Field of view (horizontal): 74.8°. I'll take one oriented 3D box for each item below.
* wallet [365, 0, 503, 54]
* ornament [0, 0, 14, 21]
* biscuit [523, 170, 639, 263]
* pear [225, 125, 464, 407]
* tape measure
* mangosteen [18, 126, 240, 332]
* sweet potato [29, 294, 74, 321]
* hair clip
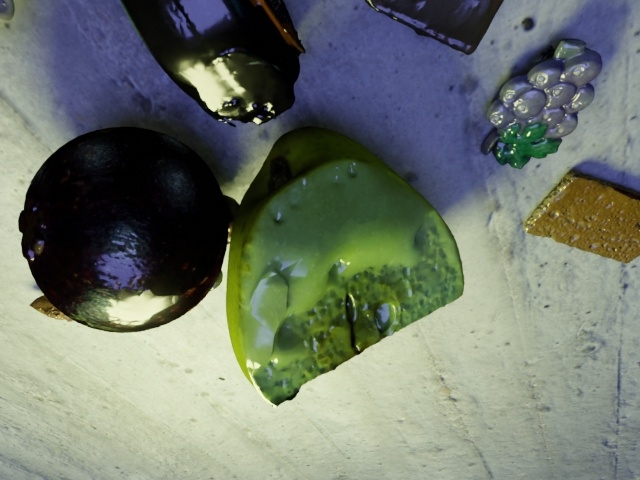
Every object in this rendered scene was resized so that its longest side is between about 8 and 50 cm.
[{"bbox_3d":[0.171,-0.360,0.413,0.166,0.042,0.309,17,129,-15],"label":"wallet"},{"bbox_3d":[-0.411,-0.265,0.416,0.178,0.177,0.177,0,131,0],"label":"ornament"},{"bbox_3d":[0.471,-0.035,0.702,0.231,0.025,0.131,16,130,-13],"label":"biscuit"},{"bbox_3d":[0.000,0.000,0.596,0.343,0.239,0.317,-24,115,-18],"label":"pear"},{"bbox_3d":[-0.109,-0.233,0.423,0.135,0.202,0.222,-24,131,15],"label":"tape measure"},{"bbox_3d":[-0.245,-0.012,0.583,0.289,0.287,0.287,0,131,0],"label":"mangosteen"},{"bbox_3d":[-0.469,0.124,0.823,0.206,0.067,0.060,-10,154,2],"label":"sweet potato"},{"bbox_3d":[0.292,-0.179,0.574,0.124,0.052,0.195,9,139,5],"label":"hair clip"}]
